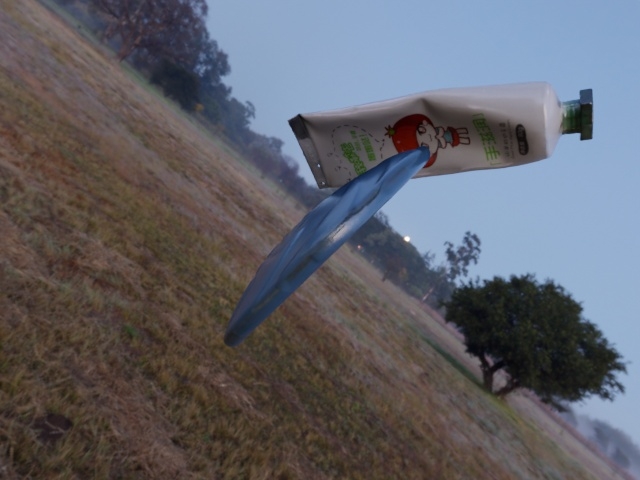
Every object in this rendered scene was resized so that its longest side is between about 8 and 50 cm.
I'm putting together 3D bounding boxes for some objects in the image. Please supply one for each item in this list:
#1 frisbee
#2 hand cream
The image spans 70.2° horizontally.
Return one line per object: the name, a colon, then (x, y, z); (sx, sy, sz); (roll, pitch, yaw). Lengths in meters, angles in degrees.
frisbee: (-0.003, -0.004, 0.483); (0.049, 0.289, 0.289); (46, -3, 2)
hand cream: (0.125, -0.120, 0.533); (0.335, 0.076, 0.121); (-2, -46, 28)
